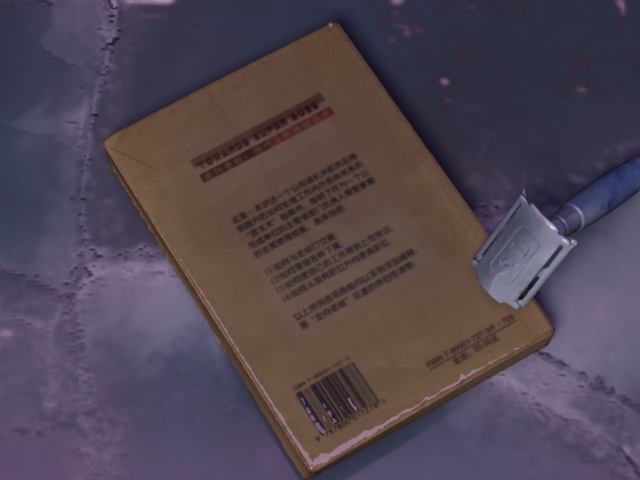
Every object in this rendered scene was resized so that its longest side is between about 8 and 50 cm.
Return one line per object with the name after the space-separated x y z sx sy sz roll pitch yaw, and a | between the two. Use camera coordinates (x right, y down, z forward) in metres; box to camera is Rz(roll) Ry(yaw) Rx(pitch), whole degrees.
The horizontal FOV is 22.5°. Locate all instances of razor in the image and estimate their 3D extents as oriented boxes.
0.144 -0.019 0.881 0.040 0.068 0.135 47 49 13 | razor

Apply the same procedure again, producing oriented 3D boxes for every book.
0.000 0.000 0.895 0.161 0.026 0.231 -28 69 -13 | book
